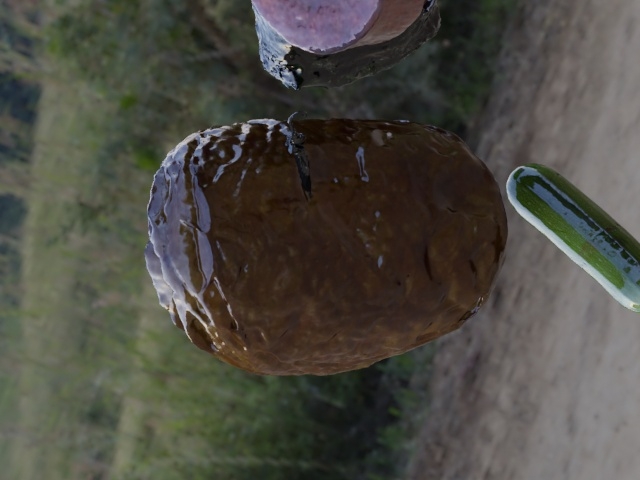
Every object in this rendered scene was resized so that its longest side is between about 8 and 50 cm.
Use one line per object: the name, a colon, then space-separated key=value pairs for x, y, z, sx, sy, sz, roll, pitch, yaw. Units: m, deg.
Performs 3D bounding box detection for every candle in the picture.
candle: x=-0.008 y=-0.366 z=1.533 sx=0.131 sy=0.287 sz=0.317 roll=-18 pitch=-51 yaw=-53

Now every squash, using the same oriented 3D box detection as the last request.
squash: x=0.280 y=-0.006 z=1.578 sx=0.229 sy=0.066 sz=0.066 roll=47 pitch=124 yaw=35

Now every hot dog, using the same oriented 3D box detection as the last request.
hot dog: x=0.000 y=0.000 z=1.525 sx=0.174 sy=0.387 sz=0.267 roll=-26 pitch=71 yaw=61

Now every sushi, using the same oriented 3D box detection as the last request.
sushi: x=0.035 y=-0.258 z=1.744 sx=0.124 sy=0.225 sz=0.127 roll=56 pitch=161 yaw=38

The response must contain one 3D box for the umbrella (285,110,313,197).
umbrella: x=-0.020 y=-0.074 z=1.363 sx=0.022 sy=0.022 sz=0.149 roll=-27 pitch=-28 yaw=-13
